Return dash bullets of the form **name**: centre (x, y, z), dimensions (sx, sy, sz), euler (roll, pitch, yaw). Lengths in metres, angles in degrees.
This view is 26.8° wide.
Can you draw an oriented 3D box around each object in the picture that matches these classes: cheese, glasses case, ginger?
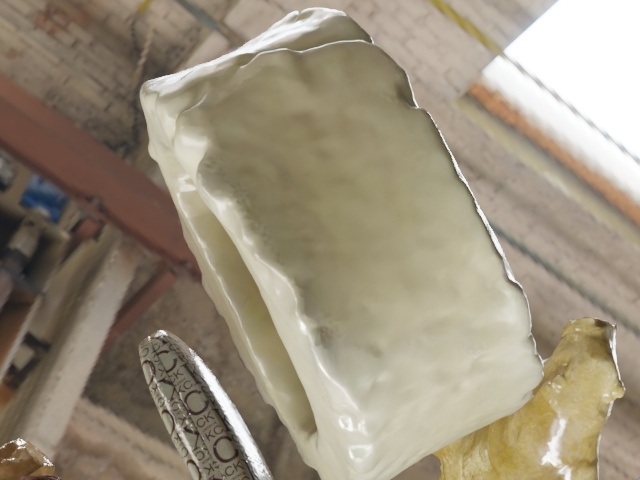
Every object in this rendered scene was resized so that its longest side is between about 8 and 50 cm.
- **cheese**: centre (0.002, -0.002, 0.918), dimensions (0.153, 0.292, 0.332), euler (-28, -102, -11)
- **glasses case**: centre (-0.134, 0.257, 1.709), dimensions (0.354, 0.085, 0.137), euler (56, 180, 38)
- **ginger**: centre (0.188, 0.249, 1.285), dimensions (0.122, 0.348, 0.363), euler (-14, -97, -30)

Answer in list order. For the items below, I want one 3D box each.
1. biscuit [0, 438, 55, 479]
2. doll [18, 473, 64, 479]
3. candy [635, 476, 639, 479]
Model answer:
- **biscuit**: centre (-0.409, 0.354, 1.253), dimensions (0.062, 0.365, 0.385), euler (40, -124, 9)
- **doll**: centre (-0.222, 0.290, 0.919), dimensions (0.284, 0.268, 0.216), euler (1, -140, -1)
- **candy**: centre (0.261, 0.168, 0.746), dimensions (0.306, 0.100, 0.157), euler (-16, -78, -59)
